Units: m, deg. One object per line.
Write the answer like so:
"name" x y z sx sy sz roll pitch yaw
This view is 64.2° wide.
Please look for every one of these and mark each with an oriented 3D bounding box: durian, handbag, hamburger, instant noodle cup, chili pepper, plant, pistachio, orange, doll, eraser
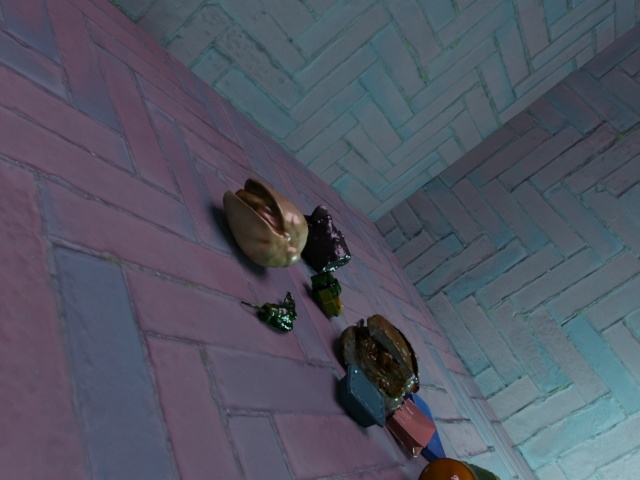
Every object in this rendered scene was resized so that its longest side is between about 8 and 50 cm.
"durian" 0.541 0.878 1.816 0.198 0.163 0.394 55 20 22
"handbag" 0.314 0.645 1.781 0.157 0.059 0.212 45 18 17
"hamburger" 0.219 0.416 1.814 0.318 0.195 0.277 56 11 3
"instant noodle cup" 0.121 0.488 1.573 0.179 0.070 0.157 50 15 -12
"chili pepper" -0.120 0.208 1.497 0.122 0.065 0.279 48 10 17
"plant" 0.000 0.000 2.164 0.276 0.198 0.188 59 9 12
"pistachio" -0.179 -0.053 1.638 0.321 0.229 0.238 50 -29 12
"orange" 0.383 0.768 1.518 0.240 0.171 0.240 43 30 -34
"doll" 0.027 0.200 1.904 0.134 0.106 0.187 -82 149 -64
"eraser" 0.401 0.720 1.968 0.144 0.042 0.312 46 15 -22
